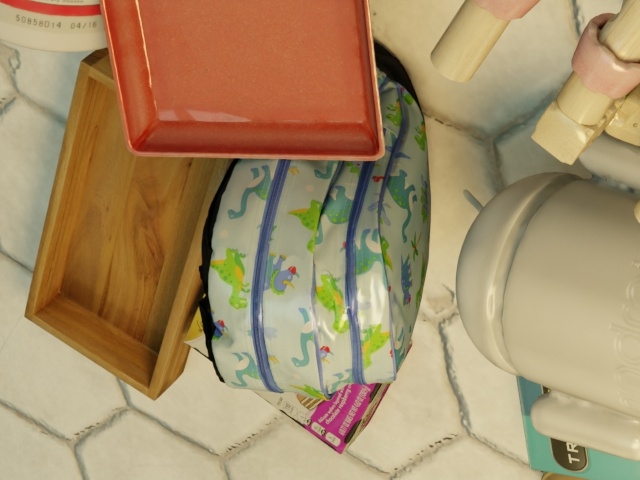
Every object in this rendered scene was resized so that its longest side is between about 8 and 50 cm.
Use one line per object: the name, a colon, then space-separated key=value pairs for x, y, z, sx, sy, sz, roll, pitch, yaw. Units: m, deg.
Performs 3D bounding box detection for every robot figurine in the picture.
robot figurine: x=0.271 y=0.051 z=1.755 sx=0.353 sy=0.200 sz=0.300 roll=17 pitch=102 yaw=37

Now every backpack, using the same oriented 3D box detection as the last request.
backpack: x=0.000 y=0.000 z=1.901 sx=0.273 sy=0.355 sz=0.290 roll=18 pitch=127 yaw=22

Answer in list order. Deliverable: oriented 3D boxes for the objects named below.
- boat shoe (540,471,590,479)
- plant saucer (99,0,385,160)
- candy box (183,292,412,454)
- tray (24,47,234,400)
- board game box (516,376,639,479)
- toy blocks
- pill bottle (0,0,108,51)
boat shoe: x=0.358 y=0.385 z=2.080 sx=0.341 sy=0.110 sz=0.121 roll=47 pitch=134 yaw=-2
plant saucer: x=-0.072 y=-0.200 z=1.765 sx=0.259 sy=0.048 sz=0.258 roll=2 pitch=121 yaw=16
candy box: x=-0.029 y=0.117 z=2.193 sx=0.233 sy=0.071 sz=0.159 roll=35 pitch=133 yaw=11
tray: x=-0.216 y=-0.018 z=2.231 sx=0.203 sy=0.076 sz=0.411 roll=31 pitch=133 yaw=13
board game box: x=0.363 y=0.139 z=1.935 sx=0.336 sy=0.079 sz=0.253 roll=6 pitch=122 yaw=31
toy blocks: x=0.313 y=-0.203 z=1.605 sx=0.309 sy=0.288 sz=0.260 roll=39 pitch=129 yaw=7
pill bottle: x=-0.234 y=-0.399 z=1.796 sx=0.229 sy=0.229 sz=0.407 roll=29 pitch=133 yaw=15
